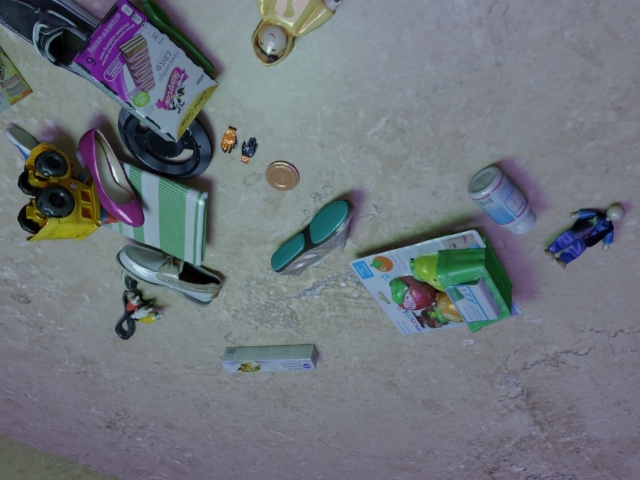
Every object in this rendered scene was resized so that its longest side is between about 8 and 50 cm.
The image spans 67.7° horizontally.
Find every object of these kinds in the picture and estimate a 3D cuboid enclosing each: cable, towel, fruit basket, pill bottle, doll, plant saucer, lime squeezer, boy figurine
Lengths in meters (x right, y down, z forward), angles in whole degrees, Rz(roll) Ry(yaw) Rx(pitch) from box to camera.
[{"bbox_3d":[-0.629,0.250,1.565,0.139,0.072,0.287,44,124,-16],"label":"cable"},{"bbox_3d":[-0.447,-0.081,1.252,0.325,0.038,0.248,21,130,8],"label":"towel"},{"bbox_3d":[0.295,0.135,1.238,0.353,0.165,0.327,-20,123,28],"label":"fruit basket"},{"bbox_3d":[0.414,-0.086,1.080,0.160,0.087,0.087,39,125,-21],"label":"pill bottle"},{"bbox_3d":[0.630,-0.013,1.125,0.129,0.046,0.189,36,121,-7],"label":"doll"},{"bbox_3d":[-0.094,-0.155,1.169,0.083,0.013,0.083,6,129,7],"label":"plant saucer"},{"bbox_3d":[-0.296,-0.474,0.919,0.110,0.059,0.310,1,128,10],"label":"lime squeezer"},{"bbox_3d":[-0.055,-0.452,0.870,0.177,0.092,0.285,28,125,-16],"label":"boy figurine"}]

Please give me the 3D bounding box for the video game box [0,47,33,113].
[{"bbox_3d":[-0.740,-0.353,1.006,0.048,0.205,0.187,-10,127,16],"label":"video game box"}]

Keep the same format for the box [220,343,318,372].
[{"bbox_3d":[-0.173,0.397,1.602,0.324,0.067,0.063,-6,128,14],"label":"box"}]

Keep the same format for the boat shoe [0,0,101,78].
[{"bbox_3d":[-0.523,-0.416,0.968,0.335,0.119,0.121,22,130,-7],"label":"boat shoe"}]

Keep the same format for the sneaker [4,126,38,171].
[{"bbox_3d":[-0.744,-0.212,1.217,0.084,0.058,0.152,-35,122,22],"label":"sneaker"}]

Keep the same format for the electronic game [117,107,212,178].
[{"bbox_3d":[-0.366,-0.237,1.130,0.229,0.048,0.229,8,138,8],"label":"electronic game"}]

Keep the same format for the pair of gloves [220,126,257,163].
[{"bbox_3d":[-0.194,-0.225,1.133,0.083,0.010,0.074,24,129,-10],"label":"pair of gloves"}]

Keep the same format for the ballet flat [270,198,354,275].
[{"bbox_3d":[0.000,0.000,1.237,0.106,0.107,0.316,24,138,-35],"label":"ballet flat"}]

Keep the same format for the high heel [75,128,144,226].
[{"bbox_3d":[-0.491,-0.148,1.148,0.117,0.082,0.244,-25,97,45],"label":"high heel"}]

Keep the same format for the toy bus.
[{"bbox_3d":[-0.611,-0.108,1.182,0.149,0.220,0.211,-24,161,38],"label":"toy bus"}]

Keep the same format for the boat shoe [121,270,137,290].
[{"bbox_3d":[-0.566,0.097,1.438,0.049,0.056,0.152,14,130,6],"label":"boat shoe"}]

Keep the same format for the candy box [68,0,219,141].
[{"bbox_3d":[-0.344,-0.330,0.951,0.233,0.159,0.071,38,171,-36],"label":"candy box"}]

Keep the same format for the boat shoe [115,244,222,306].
[{"bbox_3d":[-0.424,0.083,1.372,0.302,0.113,0.103,28,128,-26],"label":"boat shoe"}]
